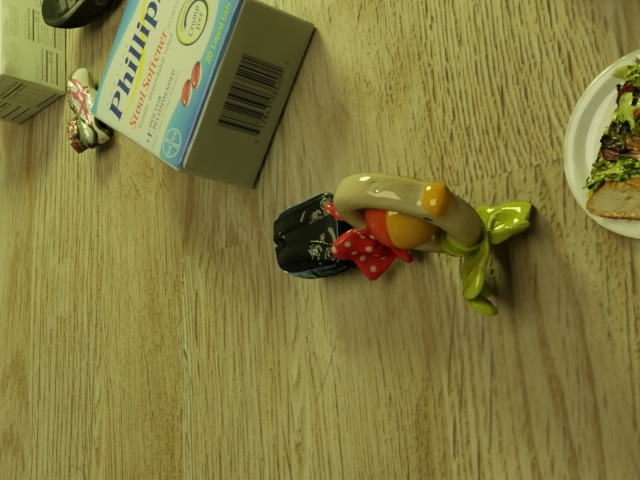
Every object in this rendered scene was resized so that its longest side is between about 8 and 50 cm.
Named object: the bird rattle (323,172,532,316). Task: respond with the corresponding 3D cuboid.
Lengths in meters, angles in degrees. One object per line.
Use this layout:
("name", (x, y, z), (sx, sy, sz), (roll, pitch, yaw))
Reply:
("bird rattle", (0.101, -0.028, 0.951), (0.254, 0.207, 0.143), (19, 78, 35))

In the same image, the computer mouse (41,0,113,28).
("computer mouse", (-0.422, -0.490, 1.632), (0.272, 0.072, 0.188), (-28, 61, 24))

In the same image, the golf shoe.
("golf shoe", (-0.429, -0.251, 1.602), (0.086, 0.067, 0.186), (-16, 63, 8))

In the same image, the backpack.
("backpack", (0.000, 0.000, 1.112), (0.114, 0.084, 0.105), (-17, 71, 36))

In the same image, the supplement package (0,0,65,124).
("supplement package", (-0.650, -0.409, 1.779), (0.204, 0.145, 0.261), (-19, 69, 41))

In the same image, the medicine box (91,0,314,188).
("medicine box", (-0.190, -0.257, 1.300), (0.289, 0.149, 0.263), (31, 104, 42))

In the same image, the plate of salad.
("plate of salad", (0.327, -0.101, 0.839), (0.200, 0.048, 0.199), (-10, 75, 43))
